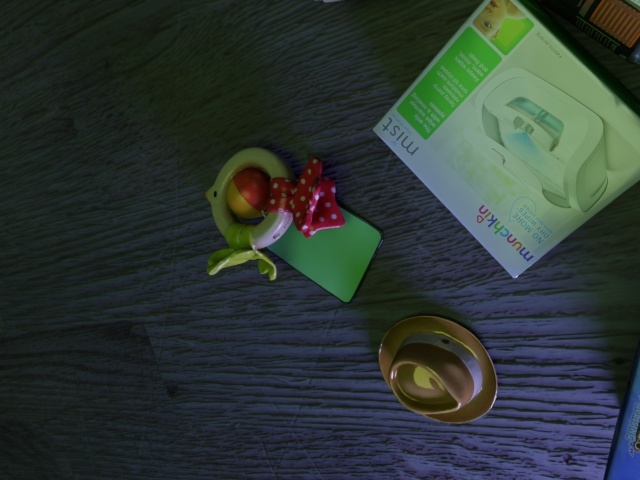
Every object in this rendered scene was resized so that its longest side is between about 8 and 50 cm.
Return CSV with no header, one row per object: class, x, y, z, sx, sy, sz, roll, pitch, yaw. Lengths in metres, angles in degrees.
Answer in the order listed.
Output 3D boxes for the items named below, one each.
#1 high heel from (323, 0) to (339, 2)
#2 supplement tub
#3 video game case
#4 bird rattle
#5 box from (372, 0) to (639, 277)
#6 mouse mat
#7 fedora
high heel,0.089,-0.413,0.781,0.261,0.093,0.186,-15,105,18
supplement tub,0.328,-0.270,0.682,0.190,0.117,0.117,41,123,12
video game case,0.384,0.156,0.721,0.061,0.244,0.269,14,114,26
bird rattle,-0.096,-0.057,1.004,0.253,0.143,0.207,-47,64,30
box,0.241,-0.133,0.779,0.262,0.127,0.231,48,122,7
mouse mat,0.000,0.000,1.040,0.190,0.007,0.152,33,121,16
fedora,0.168,0.210,0.970,0.194,0.079,0.194,11,112,27
